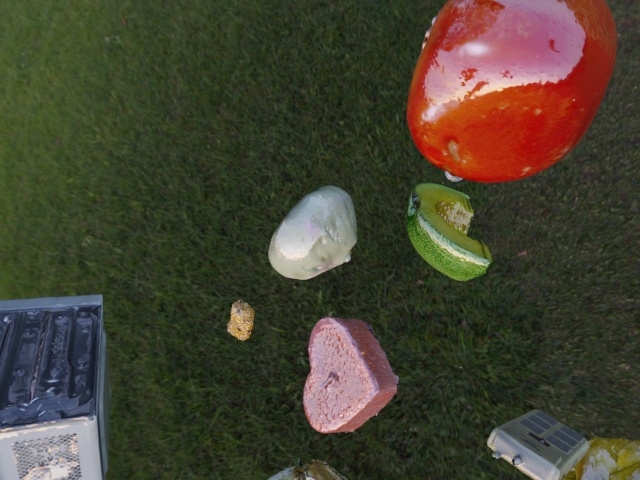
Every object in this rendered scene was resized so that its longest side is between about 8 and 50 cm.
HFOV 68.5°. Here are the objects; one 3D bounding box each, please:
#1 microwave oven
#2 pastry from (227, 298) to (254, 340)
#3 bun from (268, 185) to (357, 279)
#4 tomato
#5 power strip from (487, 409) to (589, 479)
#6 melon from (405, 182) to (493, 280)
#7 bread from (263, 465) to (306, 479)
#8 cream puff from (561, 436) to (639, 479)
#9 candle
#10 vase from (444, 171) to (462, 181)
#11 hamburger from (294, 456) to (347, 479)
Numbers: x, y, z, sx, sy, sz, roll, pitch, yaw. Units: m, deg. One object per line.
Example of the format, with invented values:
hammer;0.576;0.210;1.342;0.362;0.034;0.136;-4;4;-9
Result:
microwave oven;-0.276;0.131;0.358;0.208;0.122;0.162;-2;31;-22
pastry;-0.228;0.232;1.358;0.080;0.140;0.056;31;48;5
bun;0.000;0.000;1.253;0.179;0.283;0.283;40;89;16
tomato;0.299;-0.259;0.765;0.289;0.325;0.293;18;56;15
power strip;0.253;0.234;0.540;0.076;0.169;0.028;28;102;39
melon;0.250;-0.017;1.028;0.169;0.265;0.129;23;125;-11
bread;-0.066;0.310;0.452;0.128;0.232;0.088;-19;88;-2
cream puff;0.508;0.443;0.764;0.244;0.196;0.244;15;118;30
candle;0.067;0.374;1.264;0.287;0.131;0.317;5;86;50
vase;0.342;-0.179;1.150;0.059;0.167;0.059;0;93;9
hamburger;0.036;0.739;1.305;0.309;0.211;0.132;35;87;18
